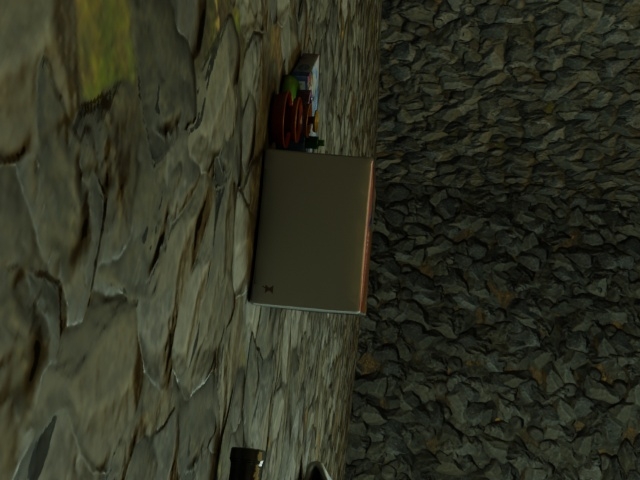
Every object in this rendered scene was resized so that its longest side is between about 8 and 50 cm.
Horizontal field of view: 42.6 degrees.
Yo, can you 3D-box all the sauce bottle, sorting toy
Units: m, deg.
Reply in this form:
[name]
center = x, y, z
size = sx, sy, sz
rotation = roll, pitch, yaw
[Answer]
[sauce bottle]
center = -0.059, 0.211, 0.576
size = 0.042, 0.042, 0.128
rotation = 78, 15, -72
[sorting toy]
center = -0.016, -0.108, 0.724
size = 0.102, 0.042, 0.061
rotation = -75, 169, -63

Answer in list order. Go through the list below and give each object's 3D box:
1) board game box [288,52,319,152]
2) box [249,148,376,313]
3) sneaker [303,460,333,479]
[board game box]
center = -0.016, -0.132, 0.822
size = 0.090, 0.020, 0.090
rotation = -77, 171, -63
[box]
center = 0.000, 0.000, 0.738
size = 0.170, 0.090, 0.130
rotation = 46, 49, -83
[sneaker]
center = -0.013, 0.401, 1.172
size = 0.191, 0.071, 0.083
rotation = -89, 171, -50
